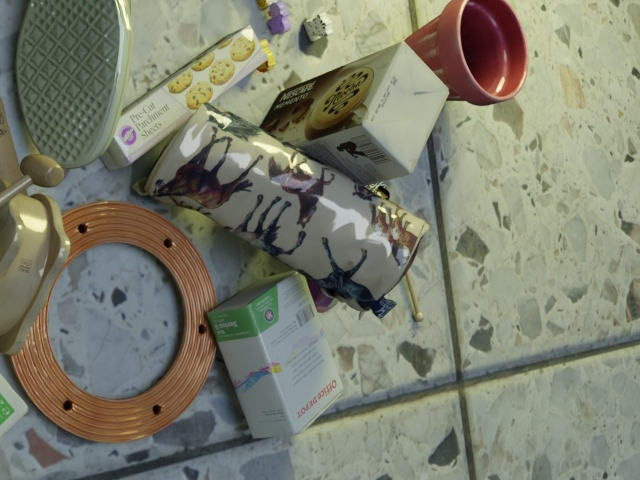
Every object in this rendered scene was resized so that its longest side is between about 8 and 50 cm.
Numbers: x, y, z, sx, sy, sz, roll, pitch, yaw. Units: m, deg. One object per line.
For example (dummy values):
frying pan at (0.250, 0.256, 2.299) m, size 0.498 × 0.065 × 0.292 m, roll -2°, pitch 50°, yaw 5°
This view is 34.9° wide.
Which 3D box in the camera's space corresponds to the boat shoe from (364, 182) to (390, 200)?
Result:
boat shoe at (0.087, -0.076, 1.756) m, size 0.066 × 0.066 × 0.183 m, roll -36°, pitch 108°, yaw -39°

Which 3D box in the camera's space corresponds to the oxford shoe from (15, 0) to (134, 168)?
oxford shoe at (-0.320, -0.320, 1.388) m, size 0.130 × 0.169 × 0.449 m, roll 16°, pitch 72°, yaw -77°

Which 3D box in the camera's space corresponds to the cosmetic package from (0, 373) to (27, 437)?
cosmetic package at (-0.533, 0.242, 1.108) m, size 0.365 × 0.155 × 0.197 m, roll -50°, pitch 117°, yaw -35°

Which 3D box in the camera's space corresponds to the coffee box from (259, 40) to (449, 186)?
coffee box at (0.032, -0.171, 1.567) m, size 0.119 × 0.297 × 0.168 m, roll 42°, pitch 59°, yaw -27°

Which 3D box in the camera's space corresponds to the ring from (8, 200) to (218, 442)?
ring at (-0.287, 0.112, 1.426) m, size 0.336 × 0.032 × 0.337 m, roll 6°, pitch 81°, yaw -41°

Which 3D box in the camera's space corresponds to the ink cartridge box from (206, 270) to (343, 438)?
ink cartridge box at (-0.065, 0.173, 1.552) m, size 0.154 × 0.093 × 0.212 m, roll -34°, pitch 106°, yaw -54°

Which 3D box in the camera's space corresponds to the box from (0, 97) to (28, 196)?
box at (-0.466, -0.097, 1.301) m, size 0.164 × 0.021 × 0.201 m, roll -19°, pitch 97°, yaw -41°

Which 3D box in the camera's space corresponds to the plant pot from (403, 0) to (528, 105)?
plant pot at (0.249, -0.337, 1.860) m, size 0.201 × 0.180 × 0.201 m, roll 6°, pitch 81°, yaw -41°

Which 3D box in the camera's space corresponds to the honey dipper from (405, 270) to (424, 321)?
honey dipper at (0.159, 0.071, 1.827) m, size 0.030 × 0.030 × 0.161 m, roll -23°, pitch 102°, yaw -41°

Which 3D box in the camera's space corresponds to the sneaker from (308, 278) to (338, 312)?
sneaker at (0.000, 0.000, 1.661) m, size 0.104 × 0.095 × 0.236 m, roll 23°, pitch 64°, yaw -30°

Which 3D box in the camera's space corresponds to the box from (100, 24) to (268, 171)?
box at (-0.206, -0.217, 1.520) m, size 0.324 × 0.063 × 0.067 m, roll -44°, pitch 111°, yaw -36°

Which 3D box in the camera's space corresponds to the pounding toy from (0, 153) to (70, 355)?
pounding toy at (-0.411, 0.001, 1.237) m, size 0.155 × 0.154 × 0.269 m, roll 23°, pitch 97°, yaw -42°

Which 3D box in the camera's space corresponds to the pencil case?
pencil case at (-0.055, -0.043, 1.484) m, size 0.410 × 0.160 × 0.183 m, roll 29°, pitch 103°, yaw -9°

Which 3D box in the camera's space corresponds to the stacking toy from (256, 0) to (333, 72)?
stacking toy at (-0.083, -0.402, 1.662) m, size 0.167 × 0.052 × 0.221 m, roll -34°, pitch 106°, yaw -39°
